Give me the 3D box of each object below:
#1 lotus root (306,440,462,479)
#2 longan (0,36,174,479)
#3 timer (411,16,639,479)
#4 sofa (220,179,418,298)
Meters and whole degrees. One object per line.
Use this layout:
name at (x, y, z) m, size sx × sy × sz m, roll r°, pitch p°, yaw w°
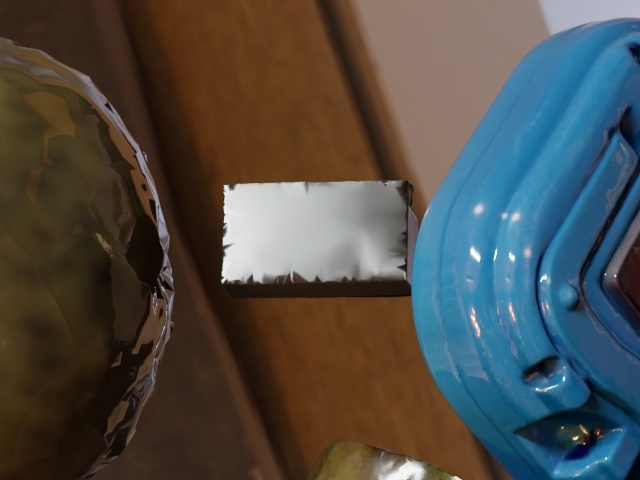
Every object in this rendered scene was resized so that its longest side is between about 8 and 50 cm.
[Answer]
lotus root at (0.059, 0.281, 1.100) m, size 0.260 × 0.267 × 0.149 m, roll -60°, pitch -13°, yaw -22°
longan at (-0.293, 0.031, 1.427) m, size 0.391 × 0.391 × 0.391 m, roll -19°, pitch 0°, yaw 0°
timer at (0.220, 0.042, 1.216) m, size 0.115 × 0.340 × 0.309 m, roll -7°, pitch 41°, yaw 50°
sofa at (0.000, 0.000, 1.416) m, size 0.147 × 0.085 × 0.060 m, roll -2°, pitch -14°, yaw 8°
